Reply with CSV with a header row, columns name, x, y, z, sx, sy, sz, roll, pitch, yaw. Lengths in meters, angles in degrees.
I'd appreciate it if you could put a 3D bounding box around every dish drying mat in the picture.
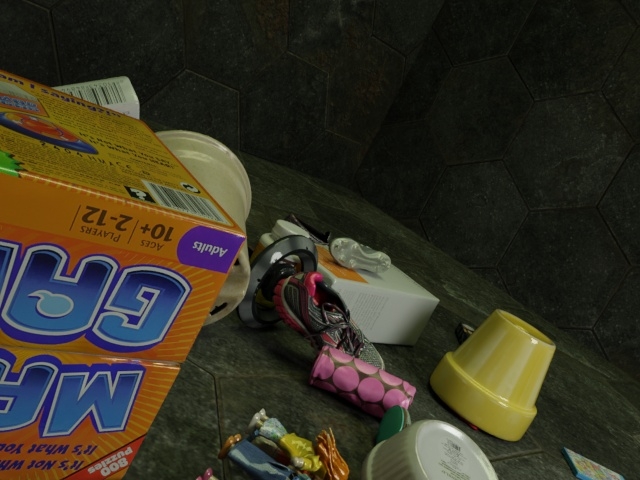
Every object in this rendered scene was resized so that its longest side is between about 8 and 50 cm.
name,x,y,z,sx,sy,sz,roll,pitch,yaw
dish drying mat,0.334,0.410,1.574,0.032,0.008,0.083,15,18,-48

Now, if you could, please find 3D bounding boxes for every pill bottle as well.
name,x,y,z,sx,sy,sz,roll,pitch,yaw
pill bottle,-0.108,0.065,1.559,0.117,0.215,0.117,26,13,-6

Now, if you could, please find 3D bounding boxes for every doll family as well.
name,x,y,z,sx,sy,sz,roll,pitch,yaw
doll family,-0.047,0.310,0.912,0.163,0.118,0.263,30,12,13

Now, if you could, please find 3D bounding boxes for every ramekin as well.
name,x,y,z,sx,sy,sz,roll,pitch,yaw
ramekin,0.173,0.369,1.021,0.207,0.109,0.207,28,30,-18

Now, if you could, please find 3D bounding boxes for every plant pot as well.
name,x,y,z,sx,sy,sz,roll,pitch,yaw
plant pot,0.429,0.306,1.635,0.254,0.239,0.254,28,10,-5
plant pot,-0.274,-0.002,1.356,0.333,0.334,0.305,20,26,-30

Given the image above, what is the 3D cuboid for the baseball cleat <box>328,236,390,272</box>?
name,x,y,z,sx,sy,sz,roll,pitch,yaw
baseball cleat,0.080,0.036,1.704,0.205,0.072,0.109,24,-2,-38

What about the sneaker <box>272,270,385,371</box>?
name,x,y,z,sx,sy,sz,roll,pitch,yaw
sneaker,0.031,0.188,1.405,0.299,0.112,0.121,46,45,-19

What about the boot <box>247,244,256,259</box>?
name,x,y,z,sx,sy,sz,roll,pitch,yaw
boot,-0.135,0.032,1.931,0.206,0.090,0.248,18,19,-45

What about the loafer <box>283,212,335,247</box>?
name,x,y,z,sx,sy,sz,roll,pitch,yaw
loafer,0.000,0.000,2.334,0.302,0.095,0.109,22,13,-23

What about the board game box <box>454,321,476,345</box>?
name,x,y,z,sx,sy,sz,roll,pitch,yaw
board game box,0.519,0.347,2.140,0.165,0.042,0.243,27,12,-3

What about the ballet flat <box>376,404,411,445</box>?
name,x,y,z,sx,sy,sz,roll,pitch,yaw
ballet flat,0.138,0.373,1.191,0.079,0.077,0.221,45,17,-4

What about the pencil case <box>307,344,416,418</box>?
name,x,y,z,sx,sy,sz,roll,pitch,yaw
pencil case,0.077,0.289,1.341,0.209,0.098,0.095,28,57,1

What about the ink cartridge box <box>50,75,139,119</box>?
name,x,y,z,sx,sy,sz,roll,pitch,yaw
ink cartridge box,-0.445,-0.088,1.051,0.324,0.330,0.071,-17,59,-24

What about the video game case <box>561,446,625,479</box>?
name,x,y,z,sx,sy,sz,roll,pitch,yaw
video game case,0.668,0.564,1.632,0.166,0.015,0.119,27,12,-3

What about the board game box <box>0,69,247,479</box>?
name,x,y,z,sx,sy,sz,roll,pitch,yaw
board game box,-0.376,0.023,0.801,0.356,0.356,0.356,16,19,-41

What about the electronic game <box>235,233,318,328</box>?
name,x,y,z,sx,sy,sz,roll,pitch,yaw
electronic game,-0.090,0.090,1.462,0.048,0.229,0.229,34,14,32

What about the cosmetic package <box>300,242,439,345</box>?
name,x,y,z,sx,sy,sz,roll,pitch,yaw
cosmetic package,0.081,0.141,1.782,0.453,0.162,0.230,14,18,-48
